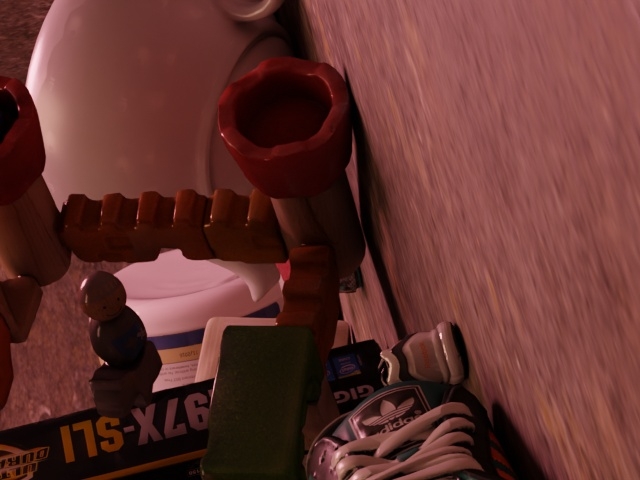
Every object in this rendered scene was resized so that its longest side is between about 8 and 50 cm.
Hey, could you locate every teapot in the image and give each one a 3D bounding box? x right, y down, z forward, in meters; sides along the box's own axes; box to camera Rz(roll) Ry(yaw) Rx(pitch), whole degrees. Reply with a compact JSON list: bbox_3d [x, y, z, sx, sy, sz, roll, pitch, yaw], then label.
[{"bbox_3d":[-0.097,-0.110,1.465,0.252,0.187,0.256,-71,-21,-8],"label":"teapot"}]

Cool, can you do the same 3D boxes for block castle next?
[{"bbox_3d":[-0.145,0.092,1.133,0.213,0.303,0.453,72,-158,-51],"label":"block castle"}]

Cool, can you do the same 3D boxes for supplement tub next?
[{"bbox_3d":[-0.107,0.179,2.020,0.228,0.228,0.316,-120,18,-74],"label":"supplement tub"}]

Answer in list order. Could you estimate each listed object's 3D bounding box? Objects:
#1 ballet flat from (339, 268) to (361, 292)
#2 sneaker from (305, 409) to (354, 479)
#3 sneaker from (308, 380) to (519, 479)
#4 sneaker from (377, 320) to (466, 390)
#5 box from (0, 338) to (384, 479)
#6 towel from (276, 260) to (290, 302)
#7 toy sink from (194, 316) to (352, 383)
[{"bbox_3d":[0.000,0.000,1.419,0.114,0.041,0.041,-108,7,-52],"label":"ballet flat"},{"bbox_3d":[0.056,0.270,1.066,0.146,0.122,0.331,86,-179,-70],"label":"sneaker"},{"bbox_3d":[0.040,0.123,0.860,0.302,0.108,0.121,95,157,-79],"label":"sneaker"},{"bbox_3d":[0.050,0.069,1.000,0.109,0.043,0.040,86,168,-71],"label":"sneaker"},{"bbox_3d":[-0.090,0.218,1.357,0.079,0.322,0.257,-110,9,-49],"label":"box"},{"bbox_3d":[-0.038,-0.077,1.695,0.237,0.037,0.329,-128,25,-78],"label":"towel"},{"bbox_3d":[-0.037,0.199,1.538,0.153,0.131,0.234,82,-168,-46],"label":"toy sink"}]
